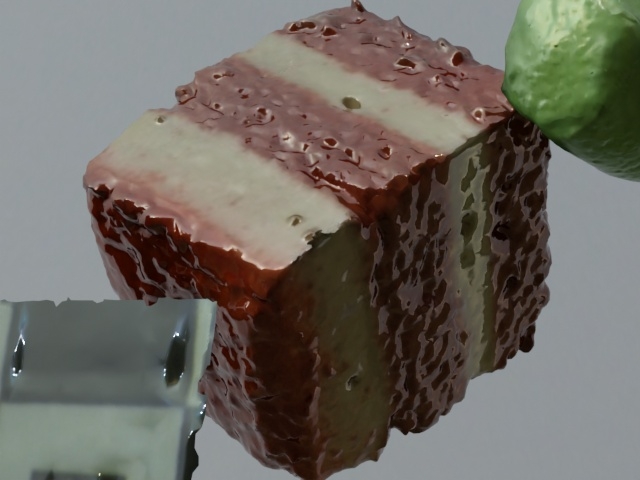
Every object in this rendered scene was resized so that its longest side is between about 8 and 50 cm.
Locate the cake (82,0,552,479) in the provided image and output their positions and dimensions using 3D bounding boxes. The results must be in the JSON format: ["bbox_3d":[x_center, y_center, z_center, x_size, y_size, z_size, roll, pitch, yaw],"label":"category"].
[{"bbox_3d":[0.000,0.000,1.321,0.319,0.269,0.270,-33,-46,-30],"label":"cake"}]

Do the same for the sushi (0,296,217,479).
[{"bbox_3d":[-0.151,0.197,0.428,0.343,0.359,0.064,-4,-15,40],"label":"sushi"}]

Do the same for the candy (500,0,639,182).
[{"bbox_3d":[0.292,-0.117,1.253,0.343,0.132,0.142,9,-55,-41],"label":"candy"}]
